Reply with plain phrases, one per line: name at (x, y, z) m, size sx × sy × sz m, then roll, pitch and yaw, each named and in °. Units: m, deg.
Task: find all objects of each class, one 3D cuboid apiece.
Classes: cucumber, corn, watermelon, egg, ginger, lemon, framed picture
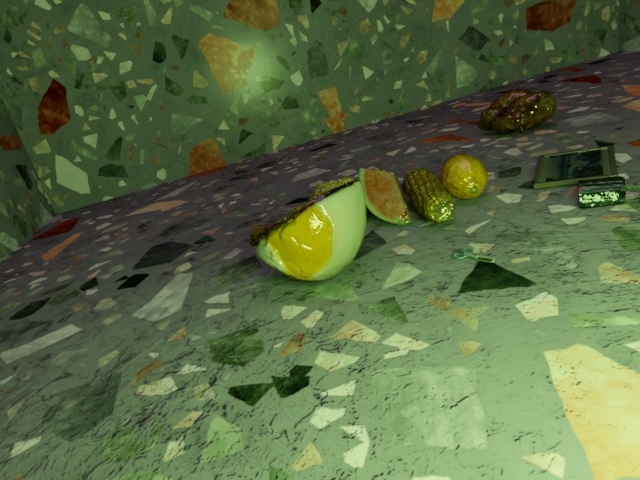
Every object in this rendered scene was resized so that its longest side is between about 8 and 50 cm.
cucumber at (0.752, -0.137, 1.352) m, size 0.115 × 0.062 × 0.116 m, roll -3°, pitch 25°, yaw 19°
corn at (0.334, -0.147, 1.577) m, size 0.120 × 0.120 × 0.363 m, roll -13°, pitch 19°, yaw 5°
watermelon at (0.226, -0.140, 1.614) m, size 0.128 × 0.231 × 0.146 m, roll -27°, pitch -13°, yaw 30°
egg at (0.000, 0.000, 1.322) m, size 0.337 × 0.201 × 0.337 m, roll -28°, pitch 1°, yaw 1°
ginger at (0.869, -0.571, 2.267) m, size 0.274 × 0.152 × 0.357 m, roll -37°, pitch 22°, yaw -1°
lemon at (0.459, -0.200, 1.598) m, size 0.142 × 0.142 × 0.187 m, roll -15°, pitch 32°, yaw -1°
framed picture at (0.819, -0.238, 1.609) m, size 0.232 × 0.024 × 0.315 m, roll -5°, pitch 22°, yaw 29°

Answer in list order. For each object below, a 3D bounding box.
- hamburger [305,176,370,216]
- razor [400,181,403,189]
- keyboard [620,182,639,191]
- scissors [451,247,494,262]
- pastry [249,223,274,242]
hamburger at (0.072, -0.141, 1.717) m, size 0.243 × 0.139 × 0.261 m, roll 0°, pitch 26°, yaw 34°
razor at (0.365, -0.209, 1.827) m, size 0.277 × 0.056 × 0.111 m, roll -9°, pitch 21°, yaw 35°
keyboard at (0.846, -0.139, 1.296) m, size 0.176 × 0.014 × 0.055 m, roll -11°, pitch 19°, yaw -34°
scissors at (0.378, 0.038, 1.225) m, size 0.058 × 0.014 × 0.119 m, roll -27°, pitch 20°, yaw -25°
pastry at (-0.180, -0.027, 1.718) m, size 0.140 × 0.056 × 0.080 m, roll -4°, pitch 35°, yaw 21°
